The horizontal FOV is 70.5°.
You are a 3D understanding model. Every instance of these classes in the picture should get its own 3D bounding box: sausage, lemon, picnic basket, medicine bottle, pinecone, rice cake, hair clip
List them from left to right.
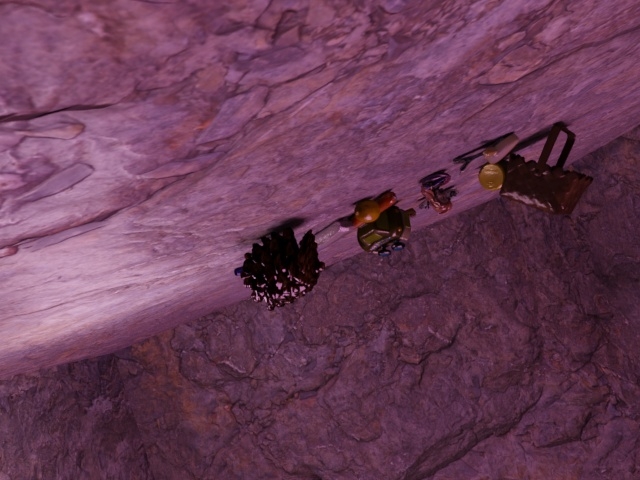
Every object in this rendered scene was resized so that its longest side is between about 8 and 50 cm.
[{"bbox_3d":[-0.128,0.091,1.525,0.296,0.241,0.298,-27,166,10],"label":"pinecone"},{"bbox_3d":[0.001,-0.001,1.931,0.070,0.064,0.399,-4,163,-37],"label":"rice cake"},{"bbox_3d":[0.164,-0.104,1.608,0.111,0.081,0.082,-9,166,-43],"label":"lemon"},{"bbox_3d":[0.189,-0.110,1.741,0.053,0.053,0.348,-18,171,-31],"label":"sausage"},{"bbox_3d":[0.557,-0.291,1.511,0.219,0.071,0.159,-28,169,9],"label":"hair clip"},{"bbox_3d":[0.782,-0.286,1.945,0.213,0.121,0.122,-16,170,-41],"label":"medicine bottle"},{"bbox_3d":[0.889,-0.273,1.755,0.291,0.320,0.254,28,-162,38],"label":"picnic basket"}]

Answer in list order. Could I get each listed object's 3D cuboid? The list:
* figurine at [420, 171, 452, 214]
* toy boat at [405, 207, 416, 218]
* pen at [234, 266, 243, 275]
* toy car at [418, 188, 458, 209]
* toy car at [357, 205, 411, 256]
[{"bbox_3d":[0.431,-0.175,1.686,0.114,0.156,0.126,-2,-168,37],"label":"figurine"},{"bbox_3d":[0.425,-0.122,2.348,0.149,0.048,0.047,-22,173,-1],"label":"toy boat"},{"bbox_3d":[-0.257,0.103,2.033,0.269,0.033,0.033,-18,171,-27],"label":"pen"},{"bbox_3d":[0.563,-0.200,2.170,0.205,0.056,0.095,-18,172,-5],"label":"toy car"},{"bbox_3d":[0.244,-0.051,1.959,0.198,0.204,0.248,11,152,-32],"label":"toy car"}]
